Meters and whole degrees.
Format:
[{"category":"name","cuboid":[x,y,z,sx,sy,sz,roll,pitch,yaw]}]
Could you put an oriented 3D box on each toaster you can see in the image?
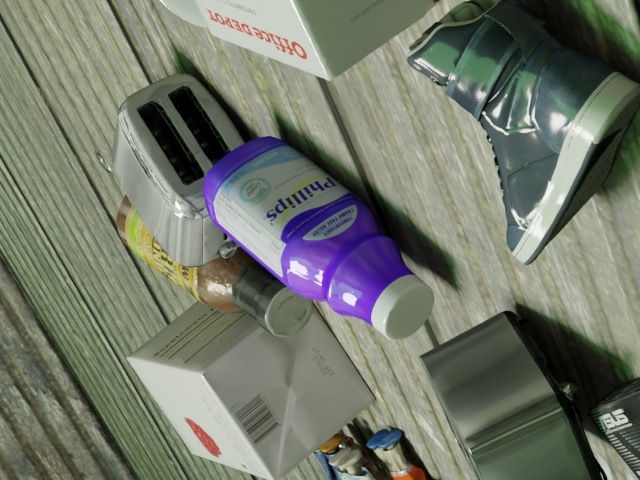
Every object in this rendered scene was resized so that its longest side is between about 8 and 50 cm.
[{"category":"toaster","cuboid":[0.181,0.171,1.621,0.185,0.110,0.168,65,178,-35]},{"category":"toaster","cuboid":[-0.157,-0.091,2.009,0.227,0.129,0.146,58,161,17]}]

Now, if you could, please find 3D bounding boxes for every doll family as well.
[{"category":"doll family","cuboid":[0.057,0.331,2.305,0.163,0.118,0.263,58,162,-17]}]

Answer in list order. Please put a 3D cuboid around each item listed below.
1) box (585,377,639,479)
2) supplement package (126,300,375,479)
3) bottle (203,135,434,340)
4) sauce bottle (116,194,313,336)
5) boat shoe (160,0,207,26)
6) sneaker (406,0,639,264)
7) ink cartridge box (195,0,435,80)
[{"category":"box","cuboid":[0.324,0.192,1.473,0.184,0.045,0.191,50,162,2]},{"category":"supplement package","cuboid":[-0.098,0.180,2.293,0.177,0.175,0.293,57,160,-14]},{"category":"bottle","cuboid":[0.000,0.000,1.799,0.283,0.118,0.092,40,152,37]},{"category":"sauce bottle","cuboid":[-0.132,0.022,2.200,0.344,0.111,0.111,30,152,49]},{"category":"boat shoe","cuboid":[-0.153,-0.305,1.691,0.219,0.078,0.070,53,-162,-12]},{"category":"sneaker","cuboid":[0.137,-0.088,1.303,0.163,0.086,0.226,36,149,14]},{"category":"ink cartridge box","cuboid":[-0.053,-0.282,1.381,0.201,0.117,0.278,28,151,53]}]
